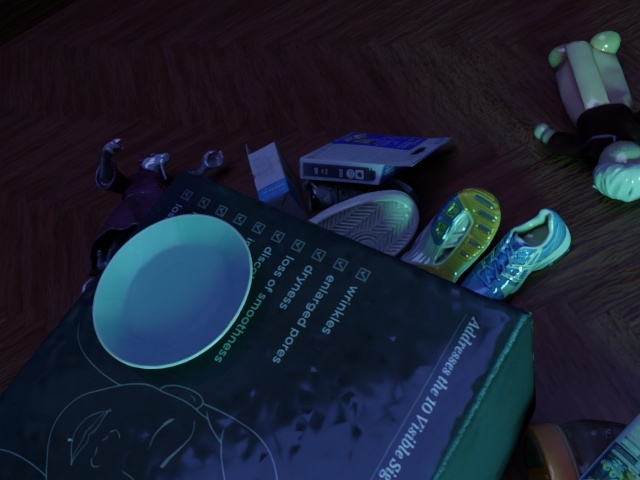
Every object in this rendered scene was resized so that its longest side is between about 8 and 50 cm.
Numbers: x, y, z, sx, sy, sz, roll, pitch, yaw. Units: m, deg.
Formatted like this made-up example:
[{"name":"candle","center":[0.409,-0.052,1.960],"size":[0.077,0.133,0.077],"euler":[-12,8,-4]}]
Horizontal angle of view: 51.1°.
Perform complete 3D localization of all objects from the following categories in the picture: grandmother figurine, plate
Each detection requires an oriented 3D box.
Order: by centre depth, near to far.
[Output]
[{"name":"plate","center":[-0.159,0.054,0.731],"size":[0.188,0.024,0.188],"euler":[-9,56,13]},{"name":"grandmother figurine","center":[0.452,-0.196,1.078],"size":[0.208,0.104,0.342],"euler":[-22,45,23]}]

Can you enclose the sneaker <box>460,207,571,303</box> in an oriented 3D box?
[{"name":"sneaker","center":[0.279,0.029,1.004],"size":[0.211,0.081,0.080],"euler":[-41,49,-4]}]

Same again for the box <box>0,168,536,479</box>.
[{"name":"box","center":[-0.074,0.237,0.776],"size":[0.472,0.297,0.479],"euler":[23,68,31]}]

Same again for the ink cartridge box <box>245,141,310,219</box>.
[{"name":"ink cartridge box","center":[-0.083,-0.112,1.286],"size":[0.062,0.104,0.181],"euler":[-26,48,8]}]

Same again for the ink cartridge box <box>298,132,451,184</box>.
[{"name":"ink cartridge box","center":[0.102,-0.146,1.181],"size":[0.209,0.045,0.206],"euler":[7,23,29]}]

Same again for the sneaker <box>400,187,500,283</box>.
[{"name":"sneaker","center":[0.173,0.047,1.045],"size":[0.112,0.131,0.296],"euler":[44,102,7]}]

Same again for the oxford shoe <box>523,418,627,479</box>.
[{"name":"oxford shoe","center":[0.329,0.361,0.697],"size":[0.133,0.130,0.363],"euler":[-8,60,-2]}]

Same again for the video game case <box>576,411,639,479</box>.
[{"name":"video game case","center":[0.372,0.290,0.681],"size":[0.184,0.023,0.201],"euler":[-24,57,-37]}]

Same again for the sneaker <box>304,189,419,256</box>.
[{"name":"sneaker","center":[0.000,0.000,1.128],"size":[0.350,0.131,0.148],"euler":[-26,23,16]}]

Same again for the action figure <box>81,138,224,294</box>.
[{"name":"action figure","center":[-0.342,-0.061,1.377],"size":[0.370,0.248,0.275],"euler":[-112,39,-55]}]

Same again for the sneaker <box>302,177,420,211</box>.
[{"name":"sneaker","center":[0.053,-0.067,1.161],"size":[0.132,0.086,0.229],"euler":[-16,25,-37]}]
